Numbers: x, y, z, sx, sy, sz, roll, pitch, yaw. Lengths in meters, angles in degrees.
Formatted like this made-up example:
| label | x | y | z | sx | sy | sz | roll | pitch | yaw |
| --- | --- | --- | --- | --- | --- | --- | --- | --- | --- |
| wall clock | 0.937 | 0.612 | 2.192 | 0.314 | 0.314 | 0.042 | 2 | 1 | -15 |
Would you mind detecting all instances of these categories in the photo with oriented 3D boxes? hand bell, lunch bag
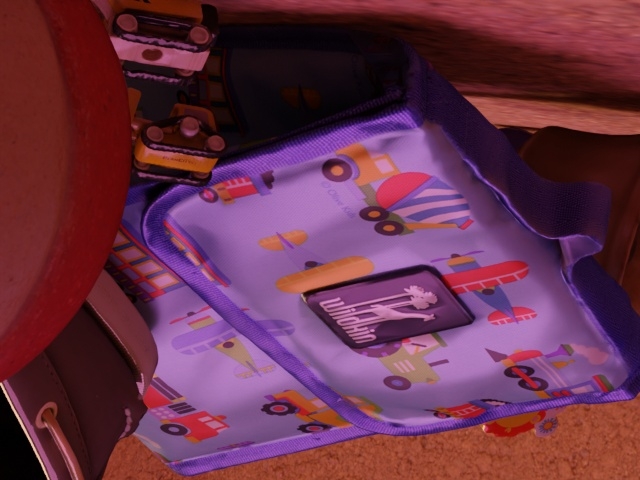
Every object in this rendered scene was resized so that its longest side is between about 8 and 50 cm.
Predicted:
| label | x | y | z | sx | sy | sz | roll | pitch | yaw |
| --- | --- | --- | --- | --- | --- | --- | --- | --- | --- |
| hand bell | 0.075 | -0.041 | 0.809 | 0.242 | 0.126 | 0.126 | 22 | -173 | 28 |
| lunch bag | 0.000 | 0.000 | 0.693 | 0.293 | 0.138 | 0.221 | -6 | 142 | 36 |

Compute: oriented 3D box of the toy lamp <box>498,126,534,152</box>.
| label | x | y | z | sx | sy | sz | roll | pitch | yaw |
| --- | --- | --- | --- | --- | --- | --- | --- | --- | --- |
| toy lamp | 0.172 | -0.029 | 1.095 | 0.080 | 0.080 | 0.275 | 7 | 179 | 26 |

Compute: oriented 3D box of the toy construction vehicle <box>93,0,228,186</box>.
| label | x | y | z | sx | sy | sz | roll | pitch | yaw |
| --- | --- | --- | --- | --- | --- | --- | --- | --- | --- |
| toy construction vehicle | -0.076 | -0.060 | 0.536 | 0.098 | 0.035 | 0.086 | 7 | 147 | -17 |

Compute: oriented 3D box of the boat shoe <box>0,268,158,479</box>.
| label | x | y | z | sx | sy | sz | roll | pitch | yaw |
| --- | --- | --- | --- | --- | --- | --- | --- | --- | --- |
| boat shoe | -0.166 | 0.006 | 0.579 | 0.109 | 0.091 | 0.305 | -7 | 139 | 29 |

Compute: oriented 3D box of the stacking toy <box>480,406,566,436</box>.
| label | x | y | z | sx | sy | sz | roll | pitch | yaw |
| --- | --- | --- | --- | --- | --- | --- | --- | --- | --- |
| stacking toy | 0.151 | 0.042 | 0.850 | 0.221 | 0.052 | 0.167 | 5 | -148 | -26 |

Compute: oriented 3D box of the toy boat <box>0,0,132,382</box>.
| label | x | y | z | sx | sy | sz | roll | pitch | yaw |
| --- | --- | --- | --- | --- | --- | --- | --- | --- | --- |
| toy boat | -0.148 | -0.014 | 0.448 | 0.231 | 0.151 | 0.151 | -17 | 176 | 29 |
